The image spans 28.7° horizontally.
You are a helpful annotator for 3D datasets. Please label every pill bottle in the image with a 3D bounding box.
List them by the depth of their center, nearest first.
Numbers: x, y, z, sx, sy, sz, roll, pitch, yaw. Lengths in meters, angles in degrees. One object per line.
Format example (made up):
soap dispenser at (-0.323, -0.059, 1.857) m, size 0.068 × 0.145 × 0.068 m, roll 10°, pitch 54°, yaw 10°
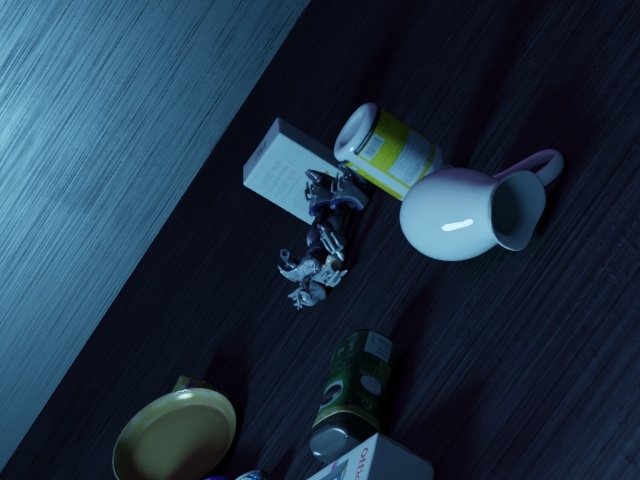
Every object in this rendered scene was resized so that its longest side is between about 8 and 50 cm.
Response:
pill bottle at (0.120, -0.123, 1.911) m, size 0.103 × 0.184 × 0.103 m, roll -51°, pitch 18°, yaw 24°

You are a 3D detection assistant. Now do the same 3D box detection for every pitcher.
pitcher at (0.216, -0.053, 1.667) m, size 0.178 × 0.125 × 0.207 m, roll -43°, pitch 19°, yaw -28°

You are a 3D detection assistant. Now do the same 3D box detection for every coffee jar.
coffee jar at (0.046, 0.217, 1.705) m, size 0.096 × 0.079 × 0.184 m, roll -37°, pitch 25°, yaw 43°

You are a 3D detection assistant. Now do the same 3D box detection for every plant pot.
plant pot at (-0.253, 0.360, 2.210) m, size 0.236 × 0.032 × 0.236 m, roll -15°, pitch 39°, yaw 12°

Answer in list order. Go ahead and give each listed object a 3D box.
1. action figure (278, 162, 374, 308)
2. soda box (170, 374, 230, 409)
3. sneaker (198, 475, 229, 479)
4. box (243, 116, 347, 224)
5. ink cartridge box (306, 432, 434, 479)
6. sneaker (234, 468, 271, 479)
action figure at (0.000, 0.000, 2.199) m, size 0.185 × 0.099 × 0.285 m, roll -25°, pitch 40°, yaw 47°
soda box at (-0.233, 0.300, 2.387) m, size 0.058 × 0.061 × 0.181 m, roll -62°, pitch 17°, yaw -11°
sneaker at (-0.259, 0.447, 2.050) m, size 0.293 × 0.146 × 0.102 m, roll -42°, pitch 22°, yaw 45°
box at (-0.046, -0.132, 2.426) m, size 0.130 × 0.170 × 0.091 m, roll -52°, pitch 19°, yaw 19°
ink cartridge box at (0.030, 0.348, 1.499) m, size 0.212 × 0.093 × 0.154 m, roll -40°, pitch 24°, yaw 43°
sneaker at (-0.139, 0.416, 1.907) m, size 0.190 × 0.071 × 0.083 m, roll -54°, pitch 11°, yaw 13°
